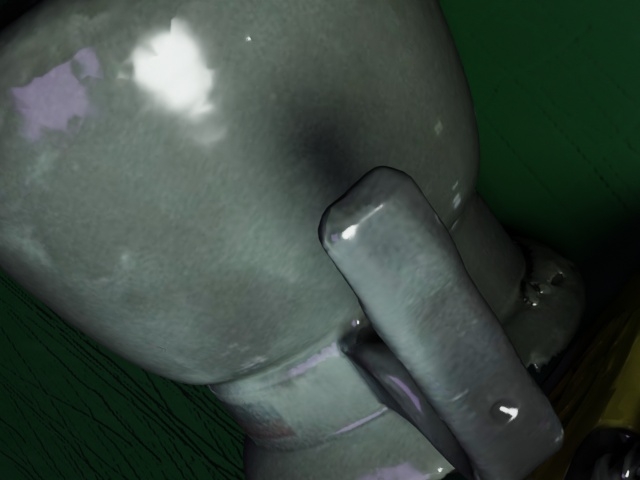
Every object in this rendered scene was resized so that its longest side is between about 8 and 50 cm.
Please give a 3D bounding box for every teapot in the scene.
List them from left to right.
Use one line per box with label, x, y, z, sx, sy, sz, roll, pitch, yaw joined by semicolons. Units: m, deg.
teapot;0.011;-0.014;0.643;0.305;0.223;0.285;-13;119;53

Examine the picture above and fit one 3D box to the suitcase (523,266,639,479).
suitcase;0.148;0.115;0.637;0.143;0.194;0.235;33;137;3
